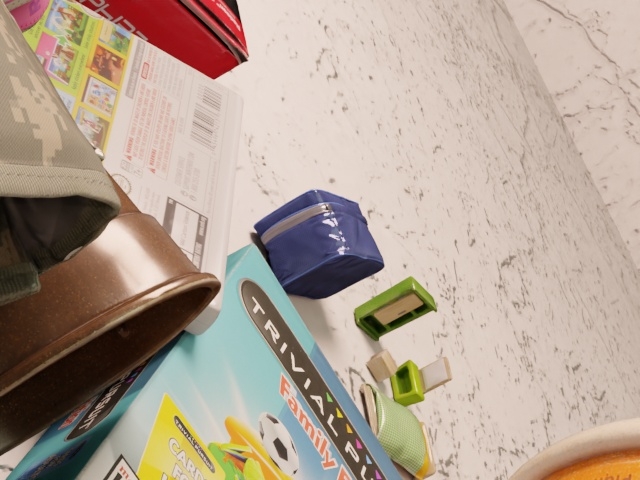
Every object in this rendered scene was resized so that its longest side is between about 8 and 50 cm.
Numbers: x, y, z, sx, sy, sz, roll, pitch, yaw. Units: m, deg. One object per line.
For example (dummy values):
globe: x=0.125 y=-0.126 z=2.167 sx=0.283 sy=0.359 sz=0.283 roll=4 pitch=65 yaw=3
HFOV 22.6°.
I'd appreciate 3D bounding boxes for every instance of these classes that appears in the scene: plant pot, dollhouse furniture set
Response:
plant pot: x=-0.157 y=-0.001 z=0.680 sx=0.165 sy=0.167 sz=0.167 roll=55 pitch=18 yaw=7
dollhouse furniture set: x=0.071 y=0.106 z=1.244 sx=0.076 sy=0.058 sz=0.151 roll=44 pitch=26 yaw=-41

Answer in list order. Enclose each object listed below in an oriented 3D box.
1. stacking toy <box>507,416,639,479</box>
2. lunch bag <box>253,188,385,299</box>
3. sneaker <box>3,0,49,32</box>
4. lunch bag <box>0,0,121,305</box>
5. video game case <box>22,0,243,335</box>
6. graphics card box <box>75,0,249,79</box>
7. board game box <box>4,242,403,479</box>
stacking toy: x=0.212 y=0.377 z=1.000 sx=0.350 sy=0.351 sz=0.480 roll=54 pitch=39 yaw=-20
lunch bag: x=0.000 y=0.000 z=1.196 sx=0.098 sy=0.067 sz=0.065 roll=18 pitch=47 yaw=-65
sneaker: x=-0.157 y=-0.156 z=0.732 sx=0.111 sy=0.252 sz=0.103 roll=46 pitch=57 yaw=-1
lunch bag: x=-0.217 y=-0.076 z=0.514 sx=0.287 sy=0.169 sz=0.235 roll=-10 pitch=67 yaw=-55
video game case: x=-0.140 y=-0.066 z=0.881 sx=0.206 sy=0.026 sz=0.227 roll=29 pitch=31 yaw=-18
graphics card box: x=-0.172 y=-0.295 z=1.126 sx=0.233 sy=0.094 sz=0.371 roll=39 pitch=30 yaw=-47
board game box: x=-0.037 y=0.173 z=0.844 sx=0.253 sy=0.079 sz=0.336 roll=58 pitch=19 yaw=-10
